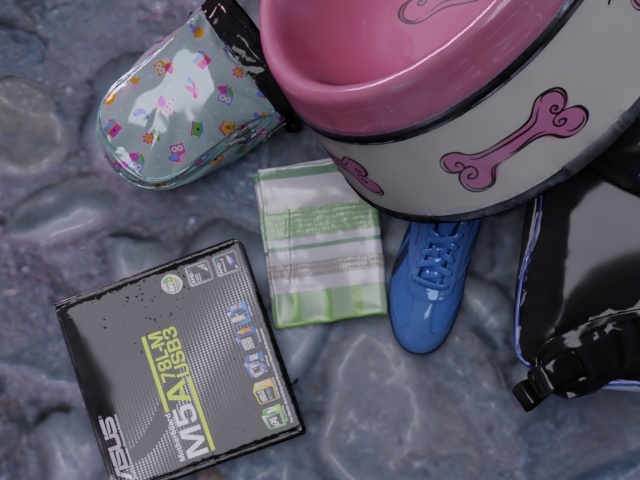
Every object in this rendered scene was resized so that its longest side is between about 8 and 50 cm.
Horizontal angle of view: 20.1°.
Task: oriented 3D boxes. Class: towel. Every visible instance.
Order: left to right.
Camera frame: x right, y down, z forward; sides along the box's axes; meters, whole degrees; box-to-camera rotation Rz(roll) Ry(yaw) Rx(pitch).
[{"bbox_3d":[0.000,0.000,1.647,0.113,0.023,0.152,-9,82,15],"label":"towel"}]

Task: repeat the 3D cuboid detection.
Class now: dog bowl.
[{"bbox_3d":[0.119,-0.224,1.483,0.408,0.150,0.408,-27,46,32],"label":"dog bowl"}]

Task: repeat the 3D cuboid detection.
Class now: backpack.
[{"bbox_3d":[-0.120,-0.126,1.638,0.182,0.115,0.152,-38,83,4],"label":"backpack"},{"bbox_3d":[0.304,0.014,1.522,0.263,0.213,0.277,9,98,11],"label":"backpack"}]

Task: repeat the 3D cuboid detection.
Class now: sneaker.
[{"bbox_3d":[0.106,-0.001,1.613,0.069,0.082,0.209,16,87,7],"label":"sneaker"}]

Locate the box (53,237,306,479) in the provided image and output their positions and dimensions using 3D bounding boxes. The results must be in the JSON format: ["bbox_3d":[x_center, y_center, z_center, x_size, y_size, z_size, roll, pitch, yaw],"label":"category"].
[{"bbox_3d":[-0.129,0.117,1.646,0.184,0.045,0.191,-19,81,2],"label":"box"}]
